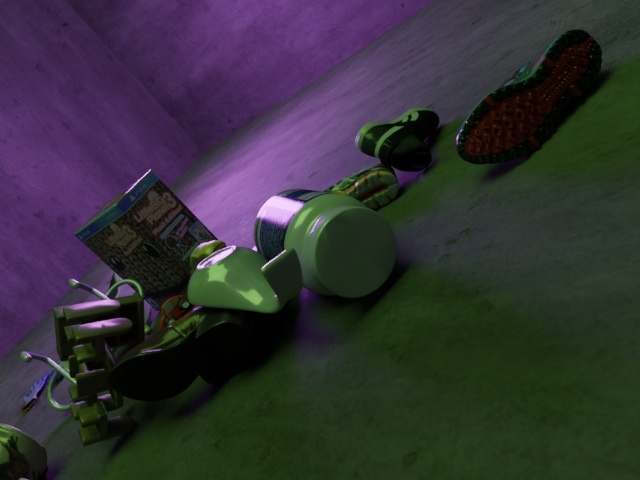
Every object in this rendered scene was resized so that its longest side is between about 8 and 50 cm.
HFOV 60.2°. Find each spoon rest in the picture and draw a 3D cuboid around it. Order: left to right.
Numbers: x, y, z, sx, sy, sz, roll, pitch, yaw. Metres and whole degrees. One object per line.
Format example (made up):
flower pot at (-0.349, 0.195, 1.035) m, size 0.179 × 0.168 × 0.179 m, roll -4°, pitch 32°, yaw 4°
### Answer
spoon rest at (-0.111, 0.059, 0.817) m, size 0.137 × 0.084 × 0.276 m, roll -36°, pitch 17°, yaw -27°

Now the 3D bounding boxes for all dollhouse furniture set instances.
dollhouse furniture set at (-0.381, 0.204, 1.019) m, size 0.161 × 0.212 × 0.242 m, roll -8°, pitch 24°, yaw -33°

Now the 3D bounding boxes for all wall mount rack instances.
wall mount rack at (-0.519, 0.248, 1.272) m, size 0.304 × 0.130 × 0.350 m, roll 24°, pitch 78°, yaw 26°

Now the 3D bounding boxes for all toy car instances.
toy car at (-0.248, 0.080, 1.172) m, size 0.239 × 0.053 × 0.225 m, roll -57°, pitch -6°, yaw 14°

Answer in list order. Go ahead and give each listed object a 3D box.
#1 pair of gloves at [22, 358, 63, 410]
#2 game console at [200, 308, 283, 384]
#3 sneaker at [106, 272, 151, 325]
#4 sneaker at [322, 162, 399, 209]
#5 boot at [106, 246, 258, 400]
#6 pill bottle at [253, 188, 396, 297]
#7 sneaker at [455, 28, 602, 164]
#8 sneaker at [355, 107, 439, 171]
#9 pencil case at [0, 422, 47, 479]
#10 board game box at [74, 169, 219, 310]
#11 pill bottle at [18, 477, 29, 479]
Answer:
pair of gloves at (-0.809, 0.415, 1.644) m, size 0.198 × 0.023 × 0.159 m, roll -44°, pitch 22°, yaw -5°
game console at (-0.208, 0.187, 1.002) m, size 0.361 × 0.044 × 0.213 m, roll -31°, pitch 23°, yaw 28°
sneaker at (-0.528, 0.202, 1.490) m, size 0.147 × 0.105 × 0.295 m, roll -64°, pitch 31°, yaw 28°
sneaker at (0.052, -0.081, 1.043) m, size 0.215 × 0.084 × 0.083 m, roll -20°, pitch 27°, yaw 22°
boot at (-0.219, 0.125, 0.954) m, size 0.264 × 0.096 × 0.280 m, roll -35°, pitch 21°, yaw 14°
pill bottle at (0.000, 0.000, 0.855) m, size 0.153 × 0.153 × 0.265 m, roll -45°, pitch 20°, yaw -10°
sneaker at (0.305, -0.199, 0.840) m, size 0.262 × 0.104 × 0.125 m, roll -39°, pitch 3°, yaw -7°
sneaker at (0.179, -0.181, 1.040) m, size 0.217 × 0.079 × 0.121 m, roll -24°, pitch 50°, yaw -35°
pencil case at (-0.675, 0.528, 0.965) m, size 0.184 × 0.160 × 0.410 m, roll -5°, pitch 37°, yaw 32°
board game box at (-0.415, 0.010, 1.377) m, size 0.232 × 0.291 × 0.141 m, roll -23°, pitch 27°, yaw 42°
pill bottle at (-0.533, 0.480, 0.952) m, size 0.065 × 0.065 × 0.116 m, roll -21°, pitch 29°, yaw 43°
